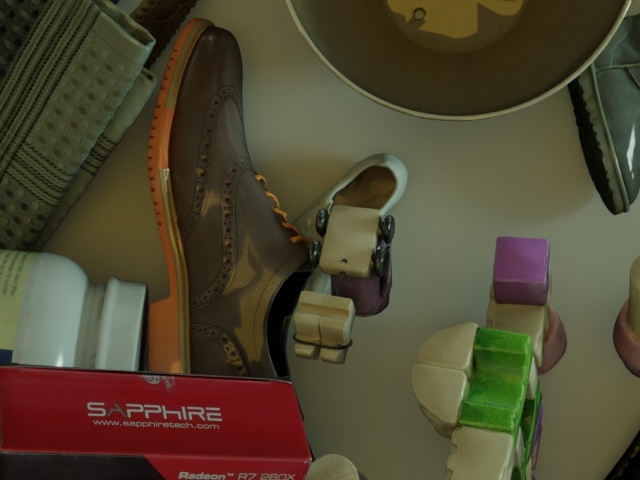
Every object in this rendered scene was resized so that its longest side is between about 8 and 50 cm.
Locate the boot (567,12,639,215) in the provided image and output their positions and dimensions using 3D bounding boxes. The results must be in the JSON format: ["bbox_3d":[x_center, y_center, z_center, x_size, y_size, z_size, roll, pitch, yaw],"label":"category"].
[{"bbox_3d":[0.324,-0.133,1.372,0.208,0.076,0.190,-12,92,-3],"label":"boot"}]

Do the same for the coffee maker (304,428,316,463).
[{"bbox_3d":[-0.048,0.265,1.365,0.171,0.120,0.178,-32,87,4],"label":"coffee maker"}]

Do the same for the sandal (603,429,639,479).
[{"bbox_3d":[0.298,0.250,1.345,0.167,0.107,0.446,24,91,4],"label":"sandal"}]

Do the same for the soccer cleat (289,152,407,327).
[{"bbox_3d":[0.000,0.000,1.384,0.068,0.076,0.196,41,93,3],"label":"soccer cleat"}]

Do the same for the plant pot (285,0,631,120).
[{"bbox_3d":[0.113,-0.234,1.320,0.284,0.191,0.284,0,90,5],"label":"plant pot"}]

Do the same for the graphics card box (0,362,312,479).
[{"bbox_3d":[-0.165,0.264,1.242,0.233,0.094,0.371,5,128,-20],"label":"graphics card box"}]

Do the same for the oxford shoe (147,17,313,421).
[{"bbox_3d":[-0.068,-0.011,1.349,0.132,0.130,0.364,-3,84,13],"label":"oxford shoe"}]

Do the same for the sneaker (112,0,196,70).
[{"bbox_3d":[-0.193,-0.237,1.392,0.282,0.099,0.153,-47,70,17],"label":"sneaker"}]

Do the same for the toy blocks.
[{"bbox_3d":[0.138,0.162,1.311,0.309,0.260,0.288,7,63,14],"label":"toy blocks"}]

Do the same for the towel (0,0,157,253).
[{"bbox_3d":[-0.309,-0.155,1.354,0.312,0.056,0.324,42,126,5],"label":"towel"}]

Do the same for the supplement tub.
[{"bbox_3d":[-0.314,0.118,1.317,0.325,0.235,0.235,5,90,-3],"label":"supplement tub"}]
